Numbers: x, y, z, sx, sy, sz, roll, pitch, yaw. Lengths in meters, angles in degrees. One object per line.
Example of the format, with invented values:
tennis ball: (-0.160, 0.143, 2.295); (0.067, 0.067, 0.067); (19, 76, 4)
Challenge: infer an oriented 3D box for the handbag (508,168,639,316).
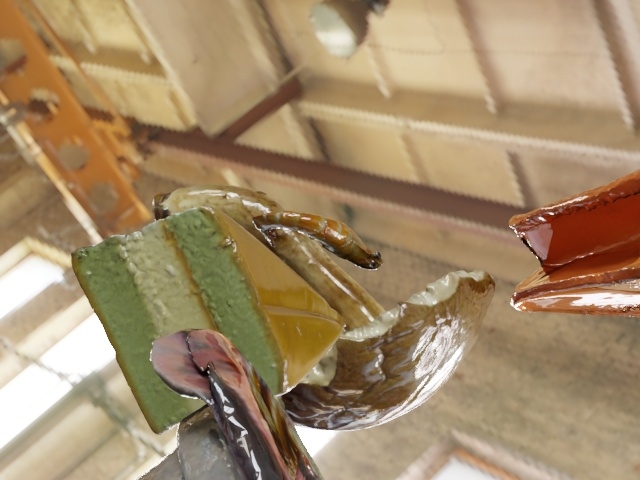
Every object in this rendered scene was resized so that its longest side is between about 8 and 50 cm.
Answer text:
handbag: (0.393, 0.010, 1.391); (0.410, 0.304, 0.116); (154, -61, -74)

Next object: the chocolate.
chocolate: (-0.047, 0.156, 0.555); (0.221, 0.147, 0.221); (64, -4, 9)

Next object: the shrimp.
shrimp: (0.000, 0.000, 1.130); (0.127, 0.025, 0.091); (28, -21, -38)

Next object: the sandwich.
sandwich: (-0.070, 0.037, 0.952); (0.187, 0.117, 0.144); (-43, 114, -72)

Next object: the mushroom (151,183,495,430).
mushroom: (0.003, 0.046, 1.193); (0.302, 0.208, 0.233); (38, -61, -18)
